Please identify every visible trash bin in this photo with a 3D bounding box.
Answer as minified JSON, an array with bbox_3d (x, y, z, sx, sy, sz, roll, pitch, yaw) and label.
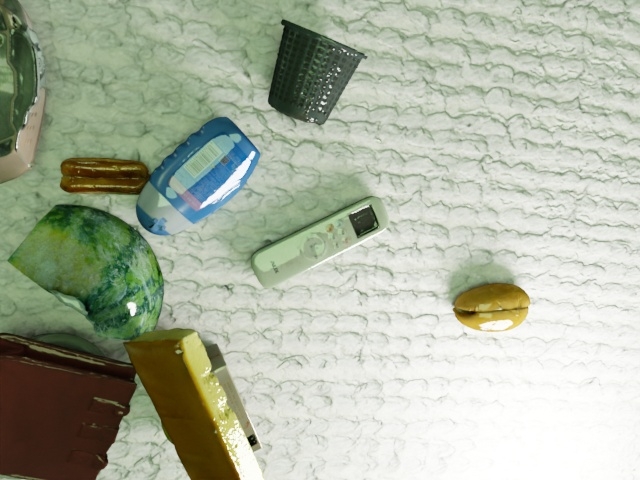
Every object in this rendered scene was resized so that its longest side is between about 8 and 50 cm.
[{"bbox_3d":[-0.019,-0.311,1.126,0.176,0.175,0.160,17,109,-16],"label":"trash bin"}]

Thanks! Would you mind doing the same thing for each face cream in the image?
[{"bbox_3d":[-0.242,-0.112,1.141,0.264,0.083,0.149,-43,122,-2],"label":"face cream"}]

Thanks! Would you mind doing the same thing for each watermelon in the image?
[{"bbox_3d":[-0.413,0.074,1.120,0.305,0.223,0.180,41,134,-20],"label":"watermelon"}]

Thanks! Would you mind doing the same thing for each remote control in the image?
[{"bbox_3d":[0.000,0.001,1.249,0.310,0.038,0.090,-25,106,-8],"label":"remote control"}]

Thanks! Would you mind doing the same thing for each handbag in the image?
[{"bbox_3d":[-0.501,0.318,1.075,0.276,0.084,0.259,18,103,-22],"label":"handbag"}]

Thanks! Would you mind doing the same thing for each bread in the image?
[{"bbox_3d":[0.401,0.157,1.360,0.190,0.077,0.114,-4,106,-15],"label":"bread"},{"bbox_3d":[-0.231,0.327,1.106,0.138,0.077,0.361,-11,108,32],"label":"bread"}]

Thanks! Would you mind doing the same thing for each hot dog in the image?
[{"bbox_3d":[-0.406,-0.122,1.122,0.165,0.045,0.071,0,100,-14],"label":"hot dog"}]

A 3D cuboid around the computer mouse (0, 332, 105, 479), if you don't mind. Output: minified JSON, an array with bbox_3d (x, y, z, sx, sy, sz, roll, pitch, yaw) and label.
[{"bbox_3d":[-0.553,0.321,1.154,0.197,0.095,0.330,37,96,-21],"label":"computer mouse"}]

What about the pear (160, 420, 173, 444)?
[{"bbox_3d":[-0.276,0.366,1.226,0.107,0.107,0.131,-6,112,-12],"label":"pear"}]

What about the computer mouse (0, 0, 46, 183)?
[{"bbox_3d":[-0.568,-0.243,1.027,0.200,0.115,0.388,15,110,0],"label":"computer mouse"}]

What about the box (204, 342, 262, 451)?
[{"bbox_3d":[-0.193,0.328,1.216,0.058,0.141,0.201,-23,107,-13],"label":"box"}]
